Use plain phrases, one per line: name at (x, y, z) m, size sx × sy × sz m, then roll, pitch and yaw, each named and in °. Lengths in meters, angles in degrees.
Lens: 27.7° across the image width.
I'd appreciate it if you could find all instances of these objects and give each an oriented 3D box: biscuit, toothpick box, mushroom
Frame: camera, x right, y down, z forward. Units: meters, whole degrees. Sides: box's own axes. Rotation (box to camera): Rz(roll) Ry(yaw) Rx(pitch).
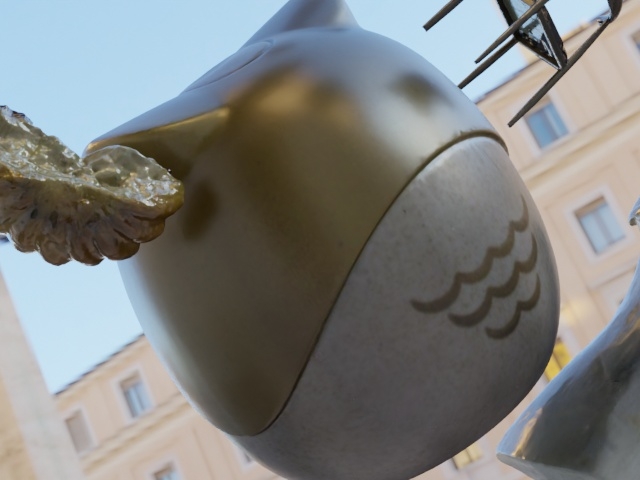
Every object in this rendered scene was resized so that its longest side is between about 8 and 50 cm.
biscuit at (-0.209, -0.032, 1.077) m, size 0.183 × 0.061 × 0.118 m, roll 16°, pitch -76°, yaw -13°
toothpick box at (0.000, 0.000, 1.297) m, size 0.409 × 0.425 × 0.409 m, roll -32°, pitch 13°, yaw 8°
mushroom at (0.355, 0.101, 1.418) m, size 0.397 × 0.177 × 0.126 m, roll -57°, pitch -36°, yaw -11°

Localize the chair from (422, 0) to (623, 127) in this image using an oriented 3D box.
chair at (0.332, -0.350, 2.094) m, size 0.272 × 0.166 × 0.188 m, roll -40°, pitch -46°, yaw -4°
